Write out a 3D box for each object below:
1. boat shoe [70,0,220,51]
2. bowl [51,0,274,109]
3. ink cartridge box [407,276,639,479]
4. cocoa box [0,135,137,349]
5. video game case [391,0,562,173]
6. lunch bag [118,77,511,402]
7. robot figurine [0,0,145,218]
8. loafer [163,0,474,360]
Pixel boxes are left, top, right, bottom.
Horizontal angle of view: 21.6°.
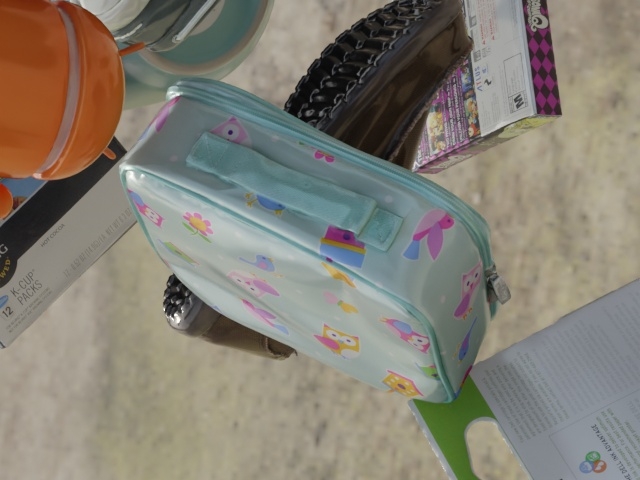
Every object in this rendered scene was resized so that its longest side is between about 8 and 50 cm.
[{"bbox_3d":[-0.071,-0.285,1.373,0.319,0.099,0.116,-48,50,8],"label":"boat shoe"},{"bbox_3d":[-0.165,-0.270,1.704,0.163,0.311,0.311,21,101,50],"label":"bowl"},{"bbox_3d":[0.221,0.146,1.252,0.189,0.255,0.097,61,176,45],"label":"ink cartridge box"},{"bbox_3d":[-0.381,-0.070,1.717,0.231,0.228,0.347,-46,29,-20],"label":"cocoa box"},{"bbox_3d":[0.152,-0.205,1.710,0.210,0.042,0.232,-25,67,54],"label":"video game case"},{"bbox_3d":[0.000,0.000,1.207,0.108,0.279,0.224,-58,-21,-21],"label":"lunch bag"},{"bbox_3d":[-0.225,-0.104,1.113,0.128,0.219,0.158,-34,58,51],"label":"robot figurine"},{"bbox_3d":[0.016,-0.051,1.433,0.366,0.130,0.134,-52,22,3],"label":"loafer"}]
